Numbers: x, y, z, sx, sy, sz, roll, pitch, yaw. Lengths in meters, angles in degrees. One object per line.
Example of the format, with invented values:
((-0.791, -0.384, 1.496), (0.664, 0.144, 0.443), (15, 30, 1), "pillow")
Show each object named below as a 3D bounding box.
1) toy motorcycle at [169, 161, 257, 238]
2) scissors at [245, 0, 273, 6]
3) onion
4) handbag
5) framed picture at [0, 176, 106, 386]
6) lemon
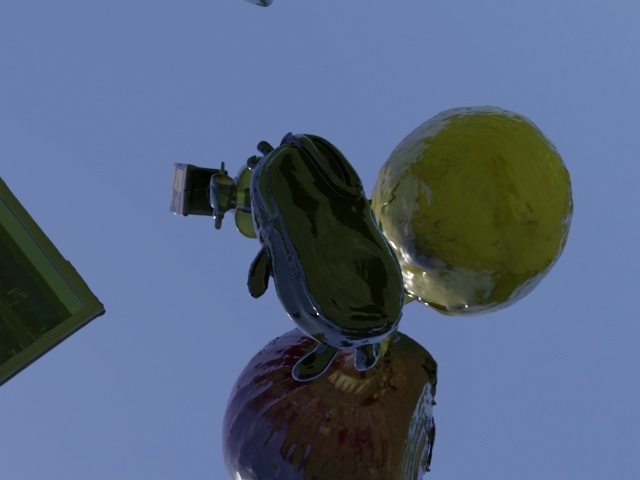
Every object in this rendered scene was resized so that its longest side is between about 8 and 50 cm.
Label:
((-0.067, -0.044, 1.442), (0.157, 0.263, 0.091), (3, -86, -20), "toy motorcycle")
((-0.192, -0.260, 0.966), (0.360, 0.191, 0.029), (20, -97, -11), "scissors")
((0.003, 0.221, 1.460), (0.230, 0.256, 0.272), (-34, -68, -44), "onion")
((0.000, 0.000, 0.557), (0.072, 0.047, 0.111), (-2, -120, -37), "handbag")
((-0.209, 0.021, 0.754), (0.109, 0.011, 0.149), (-36, -115, -15), "framed picture")
((0.129, -0.026, 1.121), (0.180, 0.180, 0.193), (47, -171, -11), "lemon")
